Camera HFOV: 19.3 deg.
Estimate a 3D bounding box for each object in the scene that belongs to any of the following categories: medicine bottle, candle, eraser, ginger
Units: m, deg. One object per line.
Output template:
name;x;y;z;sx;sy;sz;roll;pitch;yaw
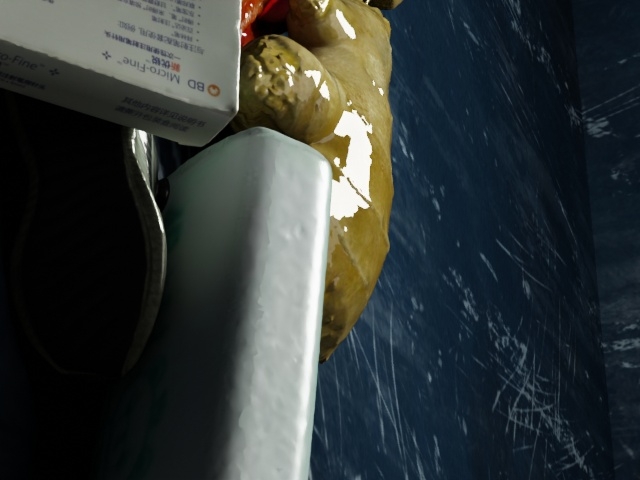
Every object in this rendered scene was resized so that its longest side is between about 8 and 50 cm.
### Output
medicine bottle;-0.139;-0.159;1.094;0.201;0.052;0.171;16;58;-29
candle;-0.072;-0.177;1.495;0.084;0.059;0.302;67;20;-13
eraser;-0.071;0.090;1.157;0.104;0.189;0.290;28;46;-26
ginger;-0.029;-0.087;1.496;0.236;0.166;0.375;33;35;-40

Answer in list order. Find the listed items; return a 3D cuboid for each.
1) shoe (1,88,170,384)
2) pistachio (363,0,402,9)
shoe;-0.134;-0.023;1.160;0.112;0.099;0.227;34;48;-77
pistachio;0.030;-0.342;1.743;0.213;0.163;0.260;-165;-121;-72
